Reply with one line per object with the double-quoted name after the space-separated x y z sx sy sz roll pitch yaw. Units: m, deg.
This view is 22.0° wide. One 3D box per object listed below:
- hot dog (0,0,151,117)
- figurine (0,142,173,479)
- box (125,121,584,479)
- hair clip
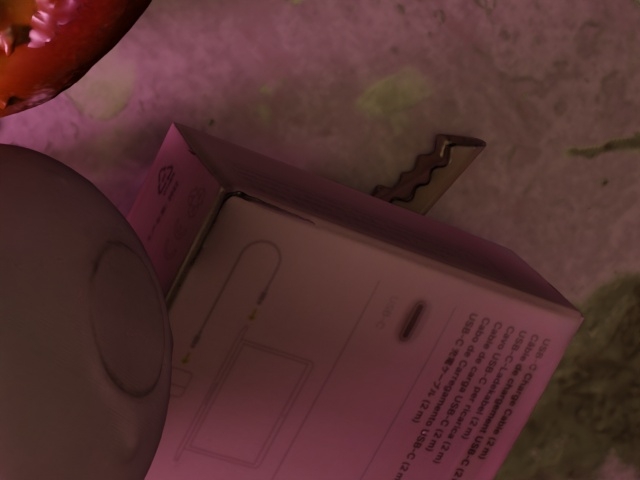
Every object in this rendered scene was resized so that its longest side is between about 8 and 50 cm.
-0.162 -0.191 0.715 0.185 0.223 0.405 7 126 -28 "hot dog"
-0.253 0.049 0.819 0.394 0.274 0.227 -10 122 23 "figurine"
-0.009 0.075 0.921 0.251 0.106 0.203 19 105 -29 "box"
0.000 0.000 0.972 0.226 0.034 0.072 -21 114 -11 "hair clip"
